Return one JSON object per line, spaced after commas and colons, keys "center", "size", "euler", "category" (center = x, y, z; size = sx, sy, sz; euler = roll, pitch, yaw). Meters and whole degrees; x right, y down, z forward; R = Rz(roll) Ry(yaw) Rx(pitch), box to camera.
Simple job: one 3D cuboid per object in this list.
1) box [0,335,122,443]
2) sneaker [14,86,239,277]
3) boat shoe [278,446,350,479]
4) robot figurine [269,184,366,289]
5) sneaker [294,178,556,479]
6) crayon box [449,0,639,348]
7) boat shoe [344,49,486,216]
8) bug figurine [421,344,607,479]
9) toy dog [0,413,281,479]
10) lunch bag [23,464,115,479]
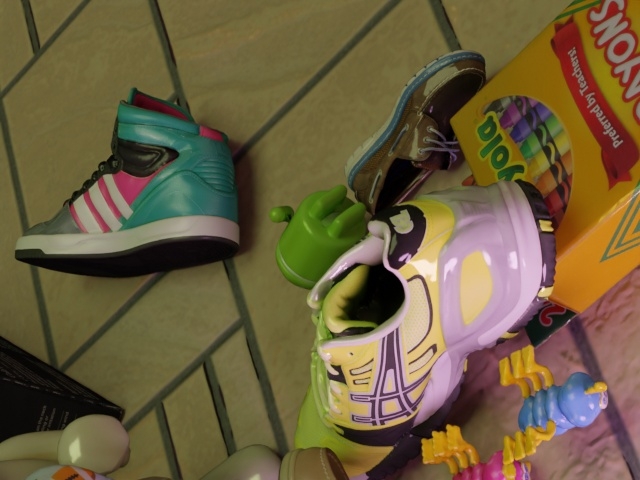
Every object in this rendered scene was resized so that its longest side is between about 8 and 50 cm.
{"center": [-0.442, 0.171, 2.022], "size": [0.343, 0.312, 0.179], "euler": [22, 90, 51], "category": "box"}
{"center": [-0.199, -0.064, 2.001], "size": [0.295, 0.124, 0.178], "euler": [-8, 72, 38], "category": "sneaker"}
{"center": [0.047, 0.252, 1.519], "size": [0.098, 0.109, 0.302], "euler": [-34, 31, 5], "category": "boat shoe"}
{"center": [0.000, 0.000, 1.781], "size": [0.101, 0.067, 0.115], "euler": [43, 139, 9], "category": "robot figurine"}
{"center": [0.045, 0.074, 1.593], "size": [0.384, 0.147, 0.145], "euler": [121, 143, -45], "category": "sneaker"}
{"center": [0.230, -0.086, 1.564], "size": [0.318, 0.081, 0.202], "euler": [-45, 45, 26], "category": "crayon box"}
{"center": [0.095, -0.091, 1.739], "size": [0.183, 0.066, 0.066], "euler": [-52, 46, 34], "category": "boat shoe"}
{"center": [0.156, 0.232, 1.496], "size": [0.216, 0.072, 0.279], "euler": [-29, 54, 53], "category": "bug figurine"}
{"center": [-0.268, 0.293, 1.692], "size": [0.395, 0.408, 0.284], "euler": [-25, 55, 39], "category": "toy dog"}
{"center": [-0.150, 0.321, 1.481], "size": [0.243, 0.303, 0.115], "euler": [-49, 22, 21], "category": "lunch bag"}
